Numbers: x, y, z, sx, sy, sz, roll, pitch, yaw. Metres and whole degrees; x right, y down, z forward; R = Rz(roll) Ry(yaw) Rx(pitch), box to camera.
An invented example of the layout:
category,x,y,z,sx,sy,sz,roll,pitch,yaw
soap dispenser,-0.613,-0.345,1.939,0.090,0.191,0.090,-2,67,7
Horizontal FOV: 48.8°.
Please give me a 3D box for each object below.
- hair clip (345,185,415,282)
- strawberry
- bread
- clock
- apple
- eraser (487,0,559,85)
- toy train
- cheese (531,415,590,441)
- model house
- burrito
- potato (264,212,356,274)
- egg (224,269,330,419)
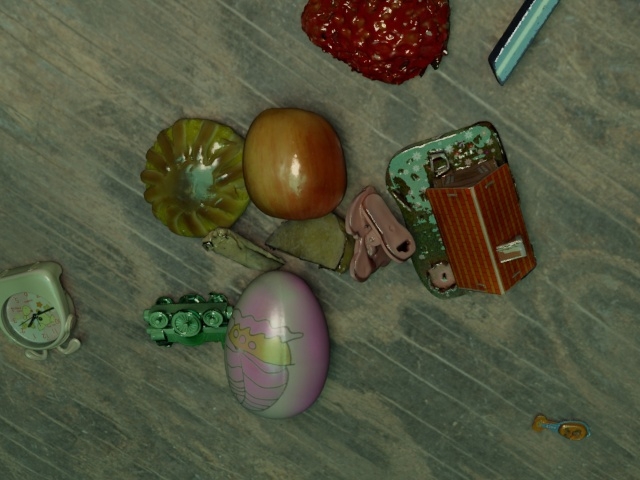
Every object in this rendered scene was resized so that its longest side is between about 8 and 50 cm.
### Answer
category,x,y,z,sx,sy,sz,roll,pitch,yaw
hair clip,0.084,-0.010,1.190,0.138,0.123,0.102,52,137,-3
strawberry,0.081,-0.328,1.078,0.236,0.111,0.190,6,114,5
bread,-0.212,-0.104,1.206,0.213,0.105,0.214,4,112,9
clock,-0.546,0.142,1.363,0.151,0.062,0.191,-13,110,11
apple,-0.042,-0.125,1.137,0.199,0.199,0.199,2,112,6
eraser,0.321,-0.341,1.059,0.036,0.082,0.225,30,112,-4
toy train,-0.243,0.156,1.332,0.178,0.071,0.105,-3,122,6
cheese,0.463,0.361,1.355,0.111,0.017,0.047,11,110,3
model house,0.235,-0.018,1.159,0.206,0.154,0.294,-17,109,11
burrito,-0.130,0.022,1.238,0.051,0.042,0.171,-33,135,29
potato,0.000,0.000,1.245,0.171,0.089,0.101,15,86,38
egg,-0.076,0.188,1.253,0.196,0.196,0.271,6,123,4
